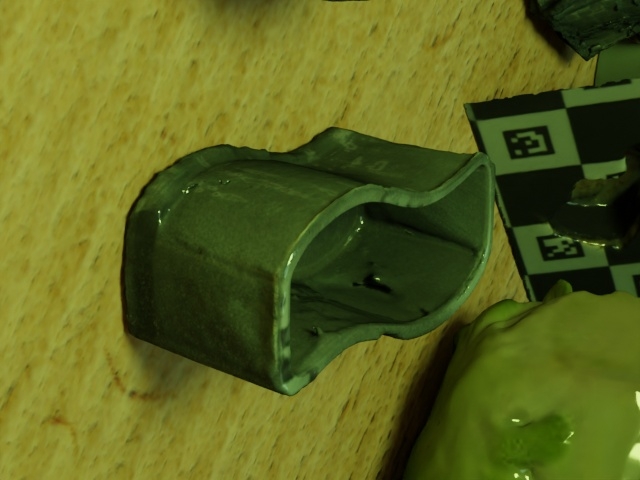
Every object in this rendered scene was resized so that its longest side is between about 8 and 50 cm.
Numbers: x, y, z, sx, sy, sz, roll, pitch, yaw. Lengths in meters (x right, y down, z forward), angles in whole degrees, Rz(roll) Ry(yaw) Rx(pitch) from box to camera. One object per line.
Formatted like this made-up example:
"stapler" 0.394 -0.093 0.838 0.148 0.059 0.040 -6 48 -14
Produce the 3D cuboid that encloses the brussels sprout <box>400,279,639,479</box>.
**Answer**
"brussels sprout" 0.195 0.224 1.242 0.315 0.276 0.371 -51 143 -39

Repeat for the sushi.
"sushi" 0.311 -0.033 1.297 0.359 0.343 0.064 64 24 -48

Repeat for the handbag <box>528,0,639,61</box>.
"handbag" 0.206 -0.216 1.177 0.270 0.175 0.088 42 24 -58

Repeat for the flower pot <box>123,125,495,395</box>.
"flower pot" 0.000 0.000 0.973 0.229 0.108 0.103 -20 121 -56

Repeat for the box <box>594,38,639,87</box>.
"box" 0.338 -0.139 1.423 0.226 0.149 0.226 -35 134 -48

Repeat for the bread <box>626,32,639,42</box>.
"bread" 0.248 -0.189 1.314 0.053 0.085 0.085 22 85 -68
